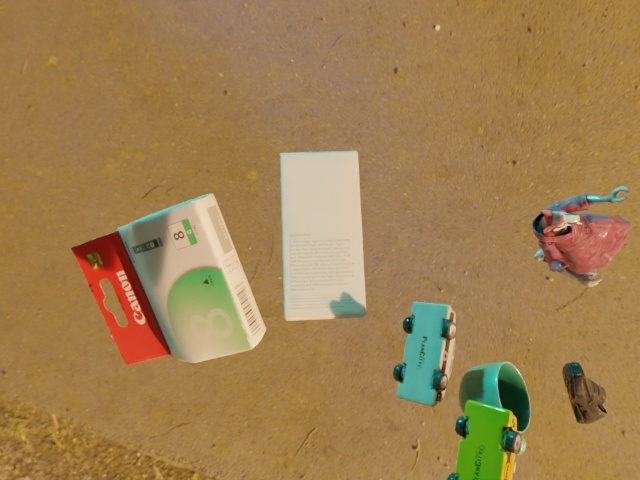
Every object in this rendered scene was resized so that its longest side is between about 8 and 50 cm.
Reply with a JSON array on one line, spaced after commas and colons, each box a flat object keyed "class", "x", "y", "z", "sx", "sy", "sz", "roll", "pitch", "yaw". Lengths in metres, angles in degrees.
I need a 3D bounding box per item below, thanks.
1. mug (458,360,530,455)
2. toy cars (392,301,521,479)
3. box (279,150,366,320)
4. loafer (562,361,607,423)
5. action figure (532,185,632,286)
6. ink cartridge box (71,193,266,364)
[{"class": "mug", "x": 0.327, "y": 0.317, "z": 0.968, "sx": 0.097, "sy": 0.129, "sz": 0.157, "roll": -23, "pitch": 41, "yaw": 40}, {"class": "toy cars", "x": 0.246, "y": 0.293, "z": 0.903, "sx": 0.176, "sy": 0.087, "sz": 0.393, "roll": -41, "pitch": 50, "yaw": 22}, {"class": "box", "x": 0.000, "y": 0.000, "z": 1.120, "sx": 0.168, "sy": 0.215, "sz": 0.345, "roll": -2, "pitch": 82, "yaw": -2}, {"class": "loafer", "x": 0.604, "y": 0.343, "z": 1.148, "sx": 0.078, "sy": 0.076, "sz": 0.223, "roll": -19, "pitch": 128, "yaw": 19}, {"class": "action figure", "x": 0.650, "y": -0.036, "z": 1.323, "sx": 0.276, "sy": 0.370, "sz": 0.248, "roll": 32, "pitch": 102, "yaw": 50}, {"class": "ink cartridge box", "x": -0.198, "y": 0.063, "z": 0.610, "sx": 0.225, "sy": 0.056, "sz": 0.180, "roll": -17, "pitch": 99, "yaw": 18}]
